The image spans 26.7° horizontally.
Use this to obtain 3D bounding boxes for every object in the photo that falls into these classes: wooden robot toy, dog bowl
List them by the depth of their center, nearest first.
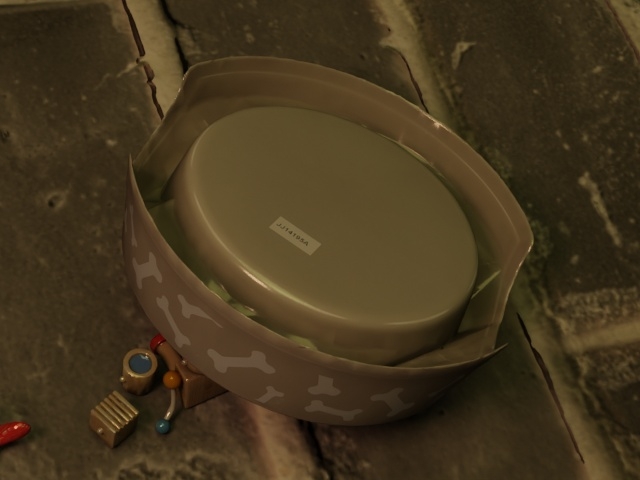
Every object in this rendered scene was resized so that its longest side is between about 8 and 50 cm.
[{"bbox_3d":[-0.106,0.092,1.069,0.173,0.079,0.076,-23,64,-25],"label":"wooden robot toy"},{"bbox_3d":[0.000,0.000,1.087,0.348,0.102,0.349,16,40,-14],"label":"dog bowl"}]

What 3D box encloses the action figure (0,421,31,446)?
[{"bbox_3d":[-0.220,0.236,0.920,0.139,0.091,0.280,-14,54,23],"label":"action figure"}]
